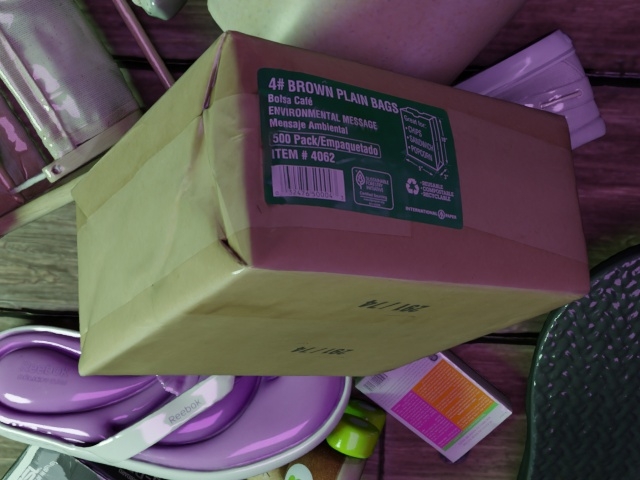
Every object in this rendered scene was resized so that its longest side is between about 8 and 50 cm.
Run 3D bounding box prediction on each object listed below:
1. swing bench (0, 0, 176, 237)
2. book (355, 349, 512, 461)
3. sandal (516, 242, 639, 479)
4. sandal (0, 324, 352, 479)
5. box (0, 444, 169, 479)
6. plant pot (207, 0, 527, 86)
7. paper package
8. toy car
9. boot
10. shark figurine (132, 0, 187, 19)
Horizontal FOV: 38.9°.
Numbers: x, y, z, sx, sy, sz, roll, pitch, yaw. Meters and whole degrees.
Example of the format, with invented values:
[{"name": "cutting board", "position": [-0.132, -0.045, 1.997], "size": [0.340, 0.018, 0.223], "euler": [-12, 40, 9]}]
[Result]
[{"name": "swing bench", "position": [-0.292, -0.151, 0.847], "size": [0.255, 0.165, 0.253], "euler": [-26, 105, 15]}, {"name": "book", "position": [0.123, 0.169, 0.993], "size": [0.144, 0.035, 0.096], "euler": [39, 108, -9]}, {"name": "sandal", "position": [0.285, 0.178, 0.965], "size": [0.168, 0.107, 0.445], "euler": [9, 120, -2]}, {"name": "sandal", "position": [-0.178, 0.151, 0.909], "size": [0.417, 0.102, 0.169], "euler": [-2, 63, 10]}, {"name": "box", "position": [-0.295, 0.377, 1.050], "size": [0.242, 0.076, 0.307], "euler": [38, 105, -9]}, {"name": "plant pot", "position": [0.069, -0.273, 0.731], "size": [0.334, 0.333, 0.305], "euler": [31, 116, -7]}, {"name": "paper package", "position": [0.000, 0.000, 0.735], "size": [0.325, 0.309, 0.168], "euler": [7, 66, -34]}, {"name": "toy car", "position": [-0.046, 0.231, 0.971], "size": [0.189, 0.149, 0.155], "euler": [21, 95, 8]}, {"name": "boot", "position": [0.146, -0.091, 0.877], "size": [0.258, 0.095, 0.123], "euler": [-27, 97, 9]}, {"name": "shark figurine", "position": [-0.119, -0.317, 0.824], "size": [0.116, 0.166, 0.278], "euler": [-3, 84, -3]}]
